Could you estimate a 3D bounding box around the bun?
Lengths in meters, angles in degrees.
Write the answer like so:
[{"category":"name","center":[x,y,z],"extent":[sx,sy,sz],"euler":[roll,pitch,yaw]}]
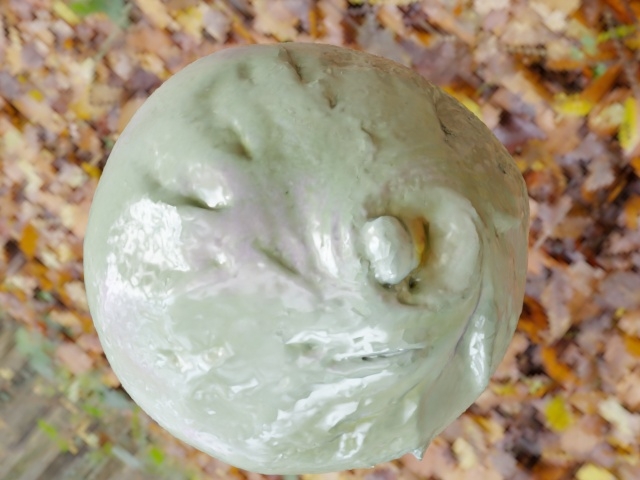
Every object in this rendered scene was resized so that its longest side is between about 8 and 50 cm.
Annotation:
[{"category":"bun","center":[0.000,0.000,0.796],"extent":[0.283,0.283,0.179],"euler":[40,162,1]}]
